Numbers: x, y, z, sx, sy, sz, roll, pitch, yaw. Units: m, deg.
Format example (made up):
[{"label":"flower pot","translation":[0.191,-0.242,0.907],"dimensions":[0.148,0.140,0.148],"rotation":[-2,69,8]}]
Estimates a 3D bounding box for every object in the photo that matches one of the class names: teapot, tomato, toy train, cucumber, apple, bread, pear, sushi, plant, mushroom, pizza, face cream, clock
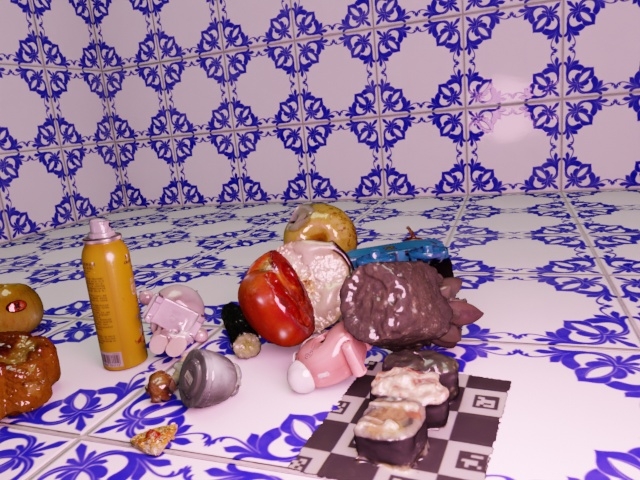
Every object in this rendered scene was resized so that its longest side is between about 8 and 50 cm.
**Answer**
[{"label":"teapot","translation":[-0.221,0.278,1.014],"dimensions":[0.108,0.111,0.149],"rotation":[17,-36,-38]},{"label":"tomato","translation":[-0.111,0.147,1.176],"dimensions":[0.139,0.200,0.233],"rotation":[-30,19,13]},{"label":"toy train","translation":[0.213,0.096,1.397],"dimensions":[0.300,0.188,0.265],"rotation":[-9,9,-7]},{"label":"cucumber","translation":[-0.206,0.214,1.297],"dimensions":[0.072,0.072,0.300],"rotation":[-9,14,-16]},{"label":"apple","translation":[-0.889,0.197,1.470],"dimensions":[0.182,0.155,0.182],"rotation":[-8,14,2]},{"label":"bread","translation":[-0.662,0.283,1.063],"dimensions":[0.232,0.135,0.247],"rotation":[11,14,9]},{"label":"pear","translation":[0.000,0.000,1.745],"dimensions":[0.271,0.271,0.271],"rotation":[-5,13,1]},{"label":"sushi","translation":[0.149,0.263,0.880],"dimensions":[0.296,0.100,0.373],"rotation":[1,15,28]},{"label":"plant","translation":[0.193,0.134,1.055],"dimensions":[0.194,0.182,0.320],"rotation":[-26,-24,33]},{"label":"mushroom","translation":[-0.317,0.287,1.088],"dimensions":[0.061,0.060,0.187],"rotation":[-20,3,6]},{"label":"pizza","translation":[-0.284,0.342,0.888],"dimensions":[0.083,0.025,0.078],"rotation":[-11,12,-25]},{"label":"face cream","translation":[-0.482,0.122,1.193],"dimensions":[0.105,0.349,0.105],"rotation":[-6,13,1]},{"label":"pear","translation":[-0.032,0.120,1.363],"dimensions":[0.267,0.267,0.178],"rotation":[-5,-6,4]},{"label":"clock","translation":[0.011,0.231,1.044],"dimensions":[0.162,0.093,0.166],"rotation":[-25,9,16]}]

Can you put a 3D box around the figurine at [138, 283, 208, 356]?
[{"label":"figurine","translation":[-0.362,0.175,1.278],"dimensions":[0.182,0.145,0.256],"rotation":[10,6,-15]}]

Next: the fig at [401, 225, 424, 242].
[{"label":"fig","translation":[0.303,0.038,1.722],"dimensions":[0.128,0.150,0.128],"rotation":[-41,-2,-2]}]

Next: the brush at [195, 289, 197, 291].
[{"label":"brush","translation":[-0.419,0.183,1.644],"dimensions":[0.016,0.013,0.083],"rotation":[-5,20,22]}]
